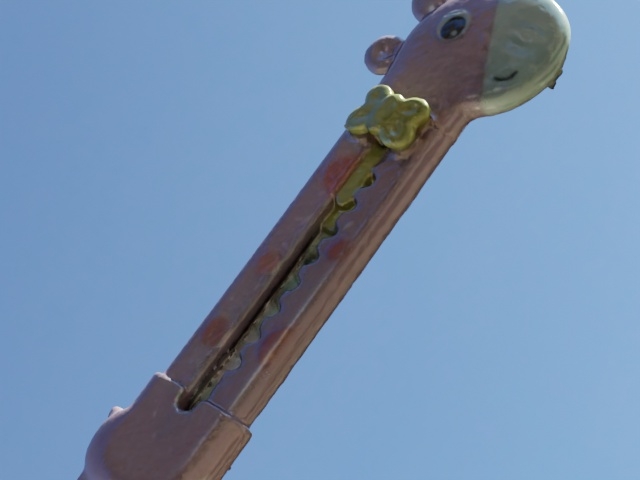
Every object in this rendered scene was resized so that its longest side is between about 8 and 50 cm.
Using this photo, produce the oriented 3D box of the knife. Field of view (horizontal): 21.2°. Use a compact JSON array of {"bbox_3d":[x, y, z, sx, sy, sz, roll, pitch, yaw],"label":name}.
[{"bbox_3d":[0.000,0.000,0.987,0.398,0.132,0.038,-54,-43,-12],"label":"knife"}]
